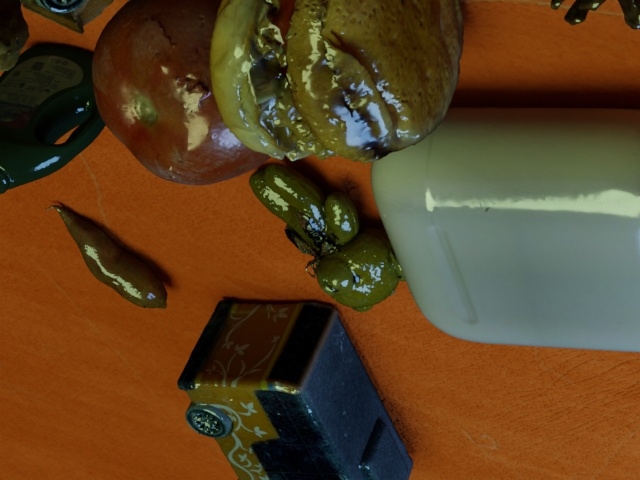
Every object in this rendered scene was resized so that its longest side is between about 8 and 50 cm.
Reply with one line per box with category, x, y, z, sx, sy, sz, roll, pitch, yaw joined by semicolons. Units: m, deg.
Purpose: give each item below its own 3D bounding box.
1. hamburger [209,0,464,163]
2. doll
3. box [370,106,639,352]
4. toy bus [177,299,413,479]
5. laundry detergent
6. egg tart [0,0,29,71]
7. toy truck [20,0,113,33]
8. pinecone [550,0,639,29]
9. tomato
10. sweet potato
hamburger;0.014;-0.191;1.560;0.163;0.244;0.244;4;138;36
doll;0.000;0.000;1.900;0.209;0.097;0.137;40;146;-9
box;0.234;-0.009;1.713;0.349;0.141;0.289;2;137;27
toy bus;-0.024;0.235;2.132;0.194;0.162;0.323;-4;132;29
laundry detergent;-0.307;-0.122;1.837;0.137;0.211;0.063;14;140;14
egg tart;-0.390;-0.283;1.647;0.115;0.290;0.290;-20;129;9
toy truck;-0.257;-0.376;1.548;0.133;0.184;0.338;28;148;48
pinecone;0.226;-0.273;1.388;0.212;0.169;0.185;44;145;-21
tomato;-0.117;-0.163;1.700;0.208;0.184;0.208;22;129;31
sweet potato;-0.266;0.022;2.114;0.195;0.056;0.056;43;140;-11
